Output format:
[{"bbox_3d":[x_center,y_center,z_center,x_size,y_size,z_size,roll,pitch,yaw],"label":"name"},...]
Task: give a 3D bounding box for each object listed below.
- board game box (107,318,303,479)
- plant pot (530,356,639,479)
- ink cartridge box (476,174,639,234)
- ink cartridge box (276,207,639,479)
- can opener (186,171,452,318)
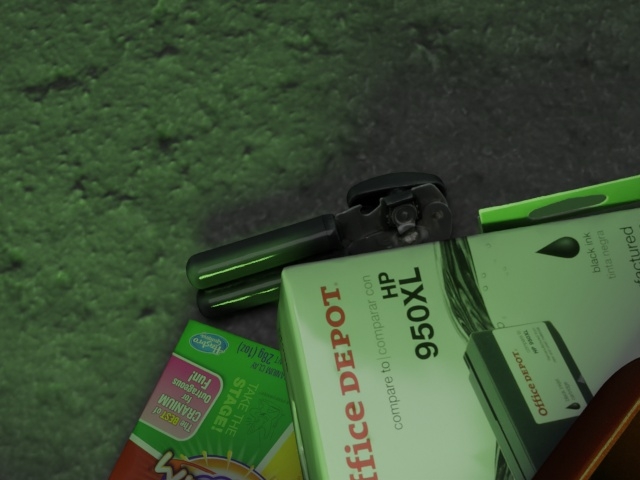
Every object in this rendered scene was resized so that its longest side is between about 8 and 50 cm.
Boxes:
[{"bbox_3d":[-0.085,0.258,1.847,0.242,0.064,0.316,18,66,19],"label":"board game box"},{"bbox_3d":[0.279,0.246,1.520,0.267,0.236,0.267,37,91,-9],"label":"plant pot"},{"bbox_3d":[0.238,-0.018,1.840,0.171,0.235,0.056,-13,63,4],"label":"ink cartridge box"},{"bbox_3d":[0.175,0.148,1.754,0.395,0.166,0.285,-9,67,-6],"label":"ink cartridge box"},{"bbox_3d":[0.000,0.000,1.983,0.283,0.076,0.095,-17,28,2],"label":"can opener"}]
